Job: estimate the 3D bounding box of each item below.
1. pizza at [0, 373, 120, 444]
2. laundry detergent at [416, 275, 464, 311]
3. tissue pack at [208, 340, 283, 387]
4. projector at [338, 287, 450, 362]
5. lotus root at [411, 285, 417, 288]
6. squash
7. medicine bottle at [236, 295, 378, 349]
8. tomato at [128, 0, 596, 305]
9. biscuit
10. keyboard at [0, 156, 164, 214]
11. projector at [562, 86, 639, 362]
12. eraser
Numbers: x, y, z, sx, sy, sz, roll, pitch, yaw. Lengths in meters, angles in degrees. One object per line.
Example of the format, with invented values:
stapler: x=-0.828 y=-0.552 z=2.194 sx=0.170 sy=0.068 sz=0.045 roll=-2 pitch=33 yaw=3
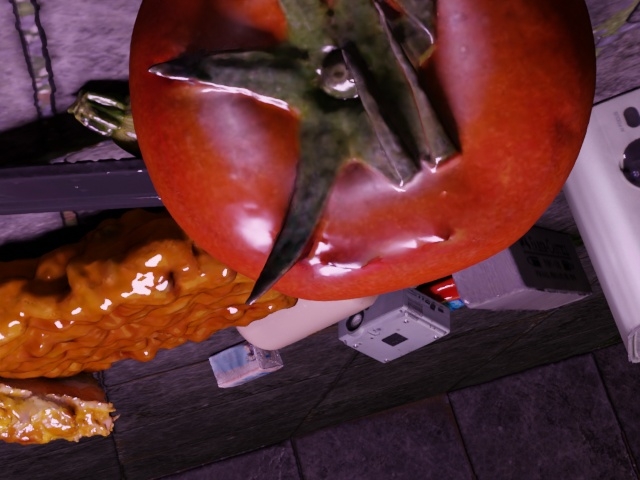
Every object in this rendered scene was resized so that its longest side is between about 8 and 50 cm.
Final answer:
pizza: x=-0.337 y=0.171 z=1.248 sx=0.226 sy=0.086 sz=0.335 roll=23 pitch=-176 yaw=11
laundry detergent: x=0.228 y=0.075 z=1.830 sx=0.165 sy=0.049 sz=0.097 roll=-26 pitch=157 yaw=20
tissue pack: x=-0.120 y=0.198 z=1.843 sx=0.094 sy=0.058 sz=0.074 roll=-25 pitch=165 yaw=28
projector: x=0.116 y=0.135 z=1.801 sx=0.115 sy=0.061 sz=0.147 roll=30 pitch=137 yaw=-32
lotus root: x=0.096 y=-0.067 z=1.034 sx=0.210 sy=0.142 sz=0.314 roll=-49 pitch=177 yaw=-30
squash: x=-0.072 y=-0.085 z=0.879 sx=0.252 sy=0.066 sz=0.066 roll=-2 pitch=159 yaw=-44
medicine bottle: x=0.011 y=0.036 z=1.313 sx=0.252 sy=0.114 sz=0.114 roll=-28 pitch=162 yaw=33
tomato: x=0.021 y=-0.091 z=0.631 sx=0.256 sy=0.255 sz=0.224 roll=-20 pitch=-179 yaw=9
biscuit: x=-0.196 y=0.054 z=1.153 sx=0.312 sy=0.110 sz=0.318 roll=-18 pitch=165 yaw=10
keyboard: x=-0.170 y=-0.041 z=0.855 sx=0.310 sy=0.018 sz=0.101 roll=-3 pitch=167 yaw=11
projector: x=0.419 y=-0.027 z=1.260 sx=0.249 sy=0.249 sz=0.248 roll=-20 pitch=159 yaw=9
eraser: x=0.293 y=0.040 z=1.647 sx=0.077 sy=0.111 sz=0.352 roll=-25 pitch=163 yaw=28
